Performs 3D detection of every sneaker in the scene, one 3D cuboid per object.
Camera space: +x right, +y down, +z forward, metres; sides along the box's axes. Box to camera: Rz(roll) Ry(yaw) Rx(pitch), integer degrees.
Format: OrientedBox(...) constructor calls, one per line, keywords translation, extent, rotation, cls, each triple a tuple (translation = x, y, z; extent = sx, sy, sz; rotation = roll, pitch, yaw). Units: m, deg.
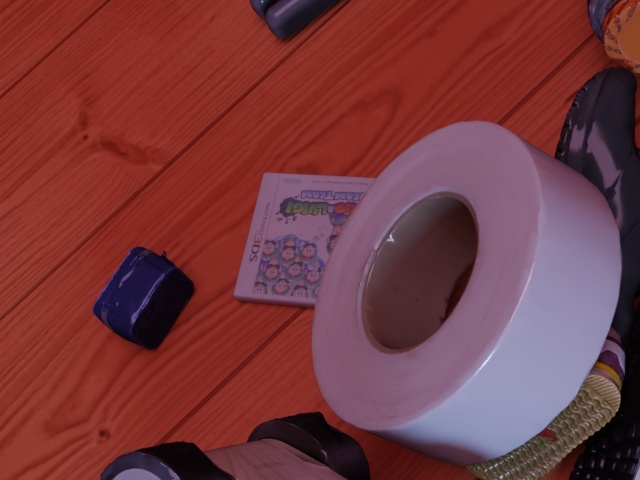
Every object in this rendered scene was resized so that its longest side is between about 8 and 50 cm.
OrientedBox(translation=(0.299, 0.166, 0.985), extent=(0.124, 0.107, 0.283), rotation=(22, 91, -9), cls="sneaker")
OrientedBox(translation=(0.193, 0.143, 1.034), extent=(0.185, 0.069, 0.084), rotation=(-42, 12, 40), cls="sneaker")
OrientedBox(translation=(0.269, -0.020, 1.100), extent=(0.130, 0.109, 0.286), rotation=(9, 77, 16), cls="sneaker")

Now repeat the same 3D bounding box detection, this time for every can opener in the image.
OrientedBox(translation=(0.040, -0.339, 1.338), extent=(0.280, 0.093, 0.074), rotation=(-39, 60, 4), cls="can opener")

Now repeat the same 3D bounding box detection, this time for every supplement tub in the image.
OrientedBox(translation=(0.314, -0.258, 1.159), extent=(0.117, 0.117, 0.190), rotation=(-7, 50, 16), cls="supplement tub")

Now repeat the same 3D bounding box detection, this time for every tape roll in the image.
OrientedBox(translation=(0.116, 0.043, 1.033), extent=(0.286, 0.100, 0.286), rotation=(-38, 39, 38), cls="tape roll")

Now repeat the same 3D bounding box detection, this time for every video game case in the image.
OrientedBox(translation=(0.000, 0.000, 1.220), extent=(0.157, 0.019, 0.143), rotation=(4, 67, 21), cls="video game case")

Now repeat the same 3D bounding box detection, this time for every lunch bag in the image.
OrientedBox(translation=(-0.182, 0.054, 1.229), extent=(0.065, 0.067, 0.098), rotation=(26, 75, 27), cls="lunch bag")

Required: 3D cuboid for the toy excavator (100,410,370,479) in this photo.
OrientedBox(translation=(0.007, 0.406, 0.889), extent=(0.433, 0.222, 0.445), rotation=(24, 105, 32), cls="toy excavator")
